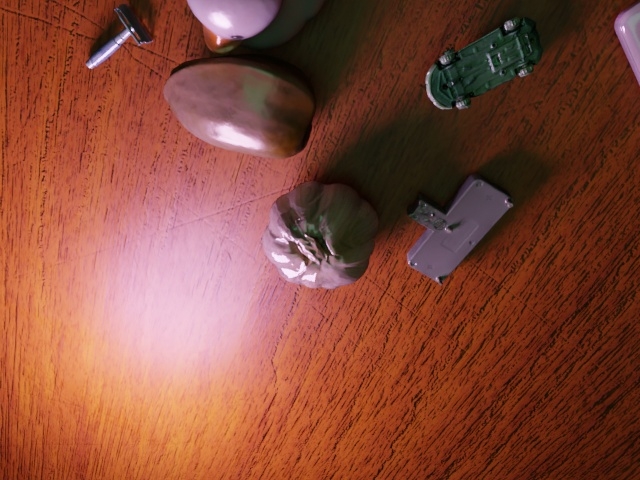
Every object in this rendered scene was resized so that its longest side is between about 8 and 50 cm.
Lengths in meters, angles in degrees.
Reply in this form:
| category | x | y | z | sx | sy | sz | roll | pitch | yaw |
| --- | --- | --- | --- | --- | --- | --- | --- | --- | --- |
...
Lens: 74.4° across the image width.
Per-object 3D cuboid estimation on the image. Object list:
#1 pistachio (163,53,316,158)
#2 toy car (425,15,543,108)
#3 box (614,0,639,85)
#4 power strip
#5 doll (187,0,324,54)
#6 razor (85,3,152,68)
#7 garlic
| category | x | y | z | sx | sy | sz | roll | pitch | yaw |
| --- | --- | --- | --- | --- | --- | --- | --- | --- | --- |
| pistachio | -0.133 | -0.223 | 0.682 | 0.260 | 0.163 | 0.213 | 10 | 158 | 4 |
| toy car | 0.251 | -0.278 | 0.665 | 0.186 | 0.058 | 0.093 | -27 | 110 | 7 |
| box | 0.573 | -0.256 | 0.637 | 0.142 | 0.044 | 0.285 | -31 | 109 | 24 |
| power strip | 0.234 | -0.030 | 0.792 | 0.145 | 0.061 | 0.216 | 29 | 117 | -8 |
| doll | -0.097 | -0.377 | 0.573 | 0.221 | 0.221 | 0.251 | 26 | 106 | -5 |
| razor | -0.365 | -0.341 | 0.737 | 0.134 | 0.040 | 0.068 | -24 | 111 | 24 |
| garlic | -0.002 | -0.003 | 0.791 | 0.227 | 0.152 | 0.228 | 1 | 120 | 1 |
